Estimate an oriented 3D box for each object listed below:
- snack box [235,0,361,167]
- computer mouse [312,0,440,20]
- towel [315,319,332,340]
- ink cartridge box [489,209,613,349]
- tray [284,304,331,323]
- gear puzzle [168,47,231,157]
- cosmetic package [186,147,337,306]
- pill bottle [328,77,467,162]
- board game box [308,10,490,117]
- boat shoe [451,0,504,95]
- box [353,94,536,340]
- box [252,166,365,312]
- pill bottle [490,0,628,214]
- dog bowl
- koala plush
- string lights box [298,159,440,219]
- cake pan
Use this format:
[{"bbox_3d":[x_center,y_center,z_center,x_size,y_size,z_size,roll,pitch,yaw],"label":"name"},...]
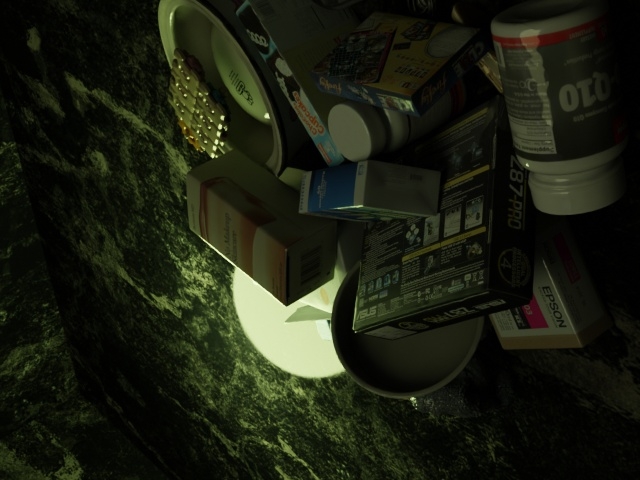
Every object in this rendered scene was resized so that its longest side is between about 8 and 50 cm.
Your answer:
[{"bbox_3d":[0.015,-0.302,1.814,0.322,0.187,0.060,59,149,2],"label":"snack box"},{"bbox_3d":[0.082,-0.450,1.718,0.272,0.072,0.189,5,121,41],"label":"computer mouse"},{"bbox_3d":[0.009,0.173,2.367,0.067,0.029,0.119,8,122,52],"label":"towel"},{"bbox_3d":[0.351,0.062,1.733,0.193,0.088,0.235,-12,104,59],"label":"ink cartridge box"},{"bbox_3d":[0.043,0.139,2.186,0.270,0.145,0.030,-13,92,58],"label":"tray"},{"bbox_3d":[-0.234,-0.252,2.053,0.175,0.044,0.339,53,162,6],"label":"gear puzzle"},{"bbox_3d":[-0.114,-0.028,1.959,0.296,0.129,0.153,36,141,35],"label":"cosmetic package"},{"bbox_3d":[0.125,-0.215,1.694,0.121,0.221,0.121,35,141,35],"label":"pill bottle"},{"bbox_3d":[0.117,-0.276,1.601,0.243,0.165,0.042,25,153,48],"label":"board game box"},{"bbox_3d":[0.253,-0.291,1.602,0.170,0.063,0.059,54,142,9],"label":"boat shoe"},{"bbox_3d":[0.197,-0.022,1.704,0.395,0.097,0.318,-27,54,59],"label":"box"},{"bbox_3d":[0.000,0.000,2.104,0.345,0.168,0.215,17,129,47],"label":"box"},{"bbox_3d":[0.344,-0.191,1.462,0.161,0.161,0.283,13,126,50],"label":"pill bottle"},{"bbox_3d":[-0.138,-0.324,1.995,0.408,0.150,0.408,45,156,27],"label":"dog bowl"},{"bbox_3d":[0.248,0.200,1.924,0.196,0.203,0.221,10,98,32],"label":"koala plush"},{"bbox_3d":[0.075,-0.079,1.720,0.259,0.133,0.077,176,100,-67],"label":"string lights box"},{"bbox_3d":[0.161,0.143,1.875,0.293,0.293,0.054,39,-178,31],"label":"cake pan"}]
